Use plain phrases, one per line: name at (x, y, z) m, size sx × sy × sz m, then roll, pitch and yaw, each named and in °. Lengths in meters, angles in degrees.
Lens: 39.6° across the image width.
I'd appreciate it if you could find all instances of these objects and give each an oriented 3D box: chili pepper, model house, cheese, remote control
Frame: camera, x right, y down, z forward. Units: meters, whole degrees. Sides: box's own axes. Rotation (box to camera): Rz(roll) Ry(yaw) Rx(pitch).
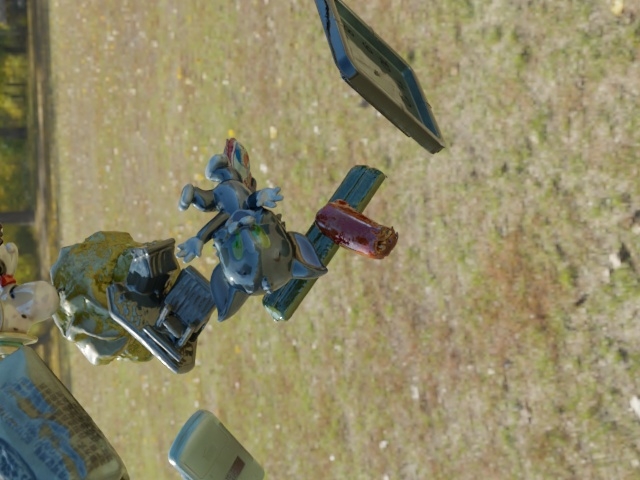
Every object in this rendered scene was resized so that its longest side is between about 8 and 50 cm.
chili pepper at (0.051, -0.017, 1.349) m, size 0.123 × 0.073 × 0.070 m, roll 27°, pitch 125°, yaw 33°
model house at (-0.273, 0.104, 1.630) m, size 0.229 × 0.122 × 0.188 m, roll 43°, pitch 126°, yaw 10°
cheese at (-0.150, -0.135, 1.666) m, size 0.145 × 0.038 × 0.095 m, roll 61°, pitch -154°, yaw -53°
remote control at (-0.226, 0.491, 1.937) m, size 0.056 × 0.140 × 0.296 m, roll 10°, pitch 147°, yaw 37°

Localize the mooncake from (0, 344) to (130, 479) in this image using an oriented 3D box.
mooncake at (-0.332, 0.285, 1.079) m, size 0.254 × 0.136 × 0.250 m, roll 41°, pitch 148°, yaw 26°

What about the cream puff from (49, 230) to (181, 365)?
cream puff at (-0.437, 0.130, 1.961) m, size 0.269 × 0.274 × 0.323 m, roll -15°, pitch 112°, yaw 46°

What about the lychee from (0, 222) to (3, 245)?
lychee at (-0.813, -0.013, 1.581) m, size 0.424 × 0.499 × 0.425 m, roll -3°, pitch -90°, yaw -70°

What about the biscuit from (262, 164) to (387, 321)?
biscuit at (0.000, 0.000, 1.567) m, size 0.322 × 0.038 × 0.099 m, roll -55°, pitch 31°, yaw -7°

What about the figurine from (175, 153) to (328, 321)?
figurine at (-0.137, -0.014, 1.396) m, size 0.265 × 0.193 × 0.140 m, roll 52°, pitch 169°, yaw 43°

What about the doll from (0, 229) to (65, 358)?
doll at (-0.677, 0.108, 1.857) m, size 0.271 × 0.208 × 0.144 m, roll 43°, pitch 164°, yaw 8°

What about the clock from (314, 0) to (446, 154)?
clock at (0.098, -0.296, 1.565) m, size 0.049 × 0.279 × 0.273 m, roll -37°, pitch 39°, yaw 22°
